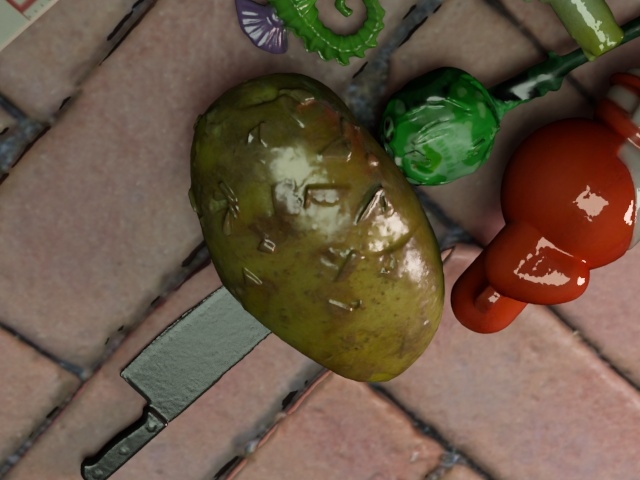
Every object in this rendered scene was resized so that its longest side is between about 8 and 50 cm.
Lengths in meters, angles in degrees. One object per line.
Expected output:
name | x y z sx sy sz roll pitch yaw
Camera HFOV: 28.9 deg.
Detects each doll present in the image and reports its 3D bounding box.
doll | -0.028 -0.211 0.979 0.115 0.050 0.190 -38 115 15
doll | 0.214 -0.037 1.033 0.130 0.161 0.290 39 93 3

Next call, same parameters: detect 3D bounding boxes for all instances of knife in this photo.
knife | -0.139 0.126 1.122 0.245 0.019 0.072 -43 108 7

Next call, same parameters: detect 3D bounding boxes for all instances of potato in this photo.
potato | 0.000 0.000 1.016 0.176 0.141 0.298 -15 117 32

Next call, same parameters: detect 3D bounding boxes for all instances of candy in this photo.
candy | 0.197 -0.142 1.036 0.323 0.097 0.097 -27 114 -5

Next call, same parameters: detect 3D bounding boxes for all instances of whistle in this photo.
whistle | 0.173 -0.230 0.976 0.104 0.057 0.198 -35 96 1

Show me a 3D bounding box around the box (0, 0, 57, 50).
box | -0.226 -0.258 0.815 0.210 0.095 0.330 42 136 -22
